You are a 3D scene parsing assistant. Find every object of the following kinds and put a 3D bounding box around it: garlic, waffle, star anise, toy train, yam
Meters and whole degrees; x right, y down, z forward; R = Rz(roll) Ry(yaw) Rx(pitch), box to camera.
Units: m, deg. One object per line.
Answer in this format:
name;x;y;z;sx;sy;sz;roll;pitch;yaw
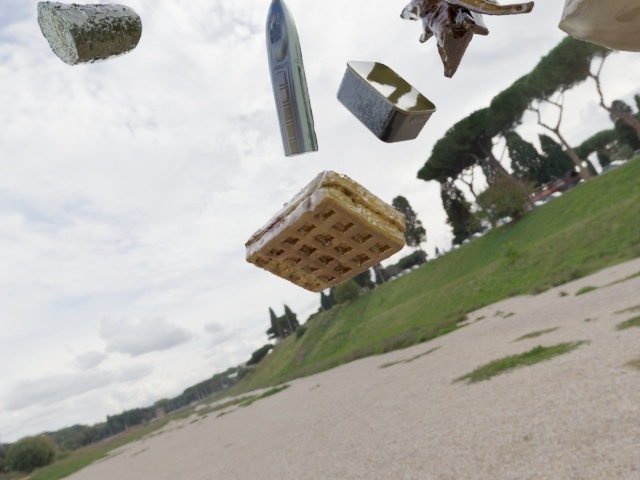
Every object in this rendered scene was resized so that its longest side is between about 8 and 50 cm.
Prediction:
garlic;0.449;-0.327;0.514;0.318;0.143;0.112;-29;-15;-6
waffle;0.000;0.000;0.932;0.224;0.098;0.327;31;-42;-23
star anise;0.299;-0.542;0.963;0.109;0.350;0.292;-21;-19;-18
toy train;-0.055;-0.261;0.683;0.055;0.252;0.048;-7;7;29
yam;-0.422;-0.387;0.805;0.107;0.107;0.183;-33;10;37

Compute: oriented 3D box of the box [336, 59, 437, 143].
box;0.141;-0.309;0.967;0.144;0.201;0.090;-20;-31;-40
